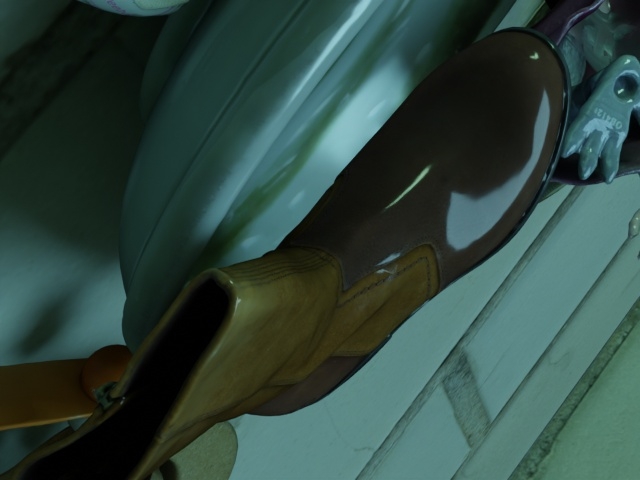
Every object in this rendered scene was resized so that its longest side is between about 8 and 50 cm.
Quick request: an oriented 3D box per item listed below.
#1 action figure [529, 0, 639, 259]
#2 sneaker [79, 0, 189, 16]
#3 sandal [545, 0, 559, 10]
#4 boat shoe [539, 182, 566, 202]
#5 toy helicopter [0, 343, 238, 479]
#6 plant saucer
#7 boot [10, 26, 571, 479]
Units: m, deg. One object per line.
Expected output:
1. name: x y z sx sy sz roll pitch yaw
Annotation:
1. action figure: 0.162 -0.123 0.902 0.370 0.248 0.275 -164 -105 -78
2. sneaker: -0.040 -0.193 0.493 0.252 0.111 0.103 -58 158 3
3. sandal: 0.174 -0.234 0.912 0.054 0.097 0.254 -28 155 2
4. boat shoe: 0.265 -0.172 1.135 0.324 0.123 0.120 -56 163 0
5. toy helicopter: -0.172 0.153 0.684 0.355 0.140 0.235 3 122 -55
6. plant saucer: 0.007 -0.112 0.647 0.400 0.100 0.400 -49 173 -8
7. boot: 0.000 0.000 0.567 0.264 0.096 0.280 -44 168 19
